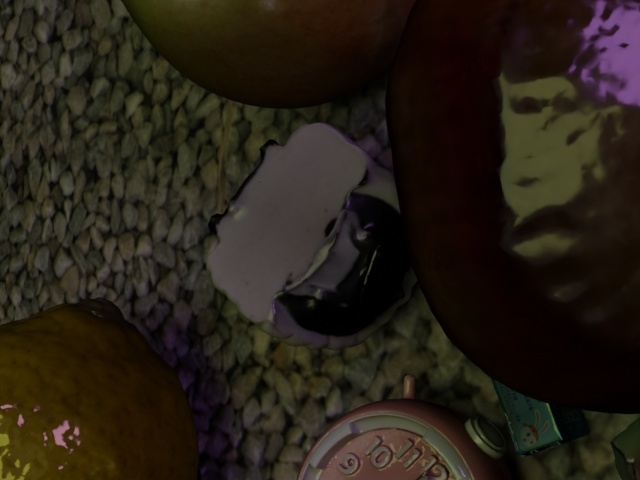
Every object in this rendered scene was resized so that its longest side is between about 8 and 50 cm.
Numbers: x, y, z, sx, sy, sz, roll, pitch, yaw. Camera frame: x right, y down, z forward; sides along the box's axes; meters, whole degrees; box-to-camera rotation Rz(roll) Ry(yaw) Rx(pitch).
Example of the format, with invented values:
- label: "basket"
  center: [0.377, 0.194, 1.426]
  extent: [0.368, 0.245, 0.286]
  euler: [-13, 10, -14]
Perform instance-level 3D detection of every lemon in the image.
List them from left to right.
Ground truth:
- label: "lemon"
  center: [-0.313, 0.253, 1.181]
  extent: [0.350, 0.350, 0.387]
  euler: [23, 87, 38]

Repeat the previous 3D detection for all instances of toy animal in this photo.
- label: "toy animal"
  center: [0.000, 0.000, 1.055]
  extent: [0.204, 0.156, 0.208]
  euler: [38, 95, 38]

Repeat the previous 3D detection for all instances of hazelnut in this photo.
- label: "hazelnut"
  center: [0.212, -0.076, 0.767]
  extent: [0.421, 0.353, 0.420]
  euler: [14, 107, 58]

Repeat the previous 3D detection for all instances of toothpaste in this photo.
- label: "toothpaste"
  center: [0.175, 0.070, 0.962]
  extent: [0.050, 0.065, 0.266]
  euler: [-30, 69, 35]

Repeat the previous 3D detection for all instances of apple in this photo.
- label: "apple"
  center: [-0.049, -0.308, 1.009]
  extent: [0.339, 0.305, 0.338]
  euler: [-4, 84, 38]

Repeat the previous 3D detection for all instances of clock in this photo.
- label: "clock"
  center: [0.090, 0.266, 0.990]
  extent: [0.241, 0.142, 0.227]
  euler: [-49, 60, 16]

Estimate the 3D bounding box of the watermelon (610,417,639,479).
- label: "watermelon"
  center: [0.353, 0.210, 0.740]
  extent: [0.256, 0.176, 0.260]
  euler: [43, 101, -2]
